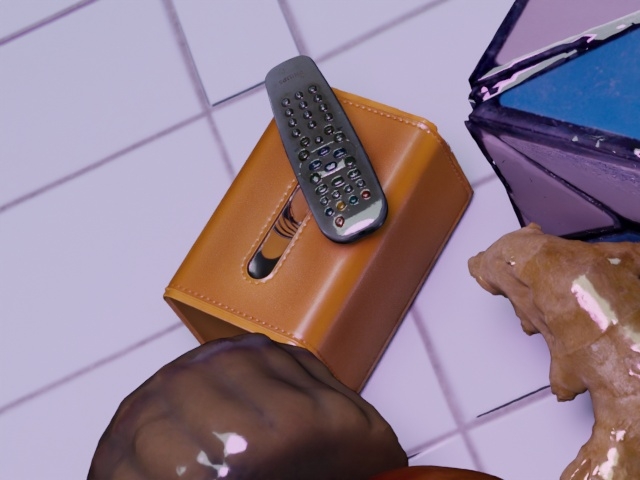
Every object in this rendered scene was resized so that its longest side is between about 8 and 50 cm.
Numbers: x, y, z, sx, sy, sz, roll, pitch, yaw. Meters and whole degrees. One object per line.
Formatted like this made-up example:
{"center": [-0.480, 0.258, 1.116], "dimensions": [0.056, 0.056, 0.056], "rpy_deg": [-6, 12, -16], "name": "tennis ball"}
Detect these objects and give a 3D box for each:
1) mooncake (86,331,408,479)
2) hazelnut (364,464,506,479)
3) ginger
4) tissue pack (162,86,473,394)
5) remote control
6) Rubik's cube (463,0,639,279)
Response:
{"center": [-0.075, 0.227, 1.443], "dimensions": [0.290, 0.290, 0.161], "rpy_deg": [-43, 50, -6], "name": "mooncake"}
{"center": [0.100, 0.308, 1.365], "dimensions": [0.217, 0.217, 0.251], "rpy_deg": [-5, 103, 18], "name": "hazelnut"}
{"center": [0.317, 0.112, 1.421], "dimensions": [0.363, 0.122, 0.348], "rpy_deg": [-24, 79, 18], "name": "ginger"}
{"center": [0.000, 0.000, 1.634], "dimensions": [0.194, 0.145, 0.274], "rpy_deg": [21, 71, 27], "name": "tissue pack"}
{"center": [0.003, -0.091, 1.574], "dimensions": [0.072, 0.042, 0.222], "rpy_deg": [-26, 57, 5], "name": "remote control"}
{"center": [0.348, -0.130, 1.474], "dimensions": [0.305, 0.307, 0.310], "rpy_deg": [21, 71, 29], "name": "Rubik's cube"}
